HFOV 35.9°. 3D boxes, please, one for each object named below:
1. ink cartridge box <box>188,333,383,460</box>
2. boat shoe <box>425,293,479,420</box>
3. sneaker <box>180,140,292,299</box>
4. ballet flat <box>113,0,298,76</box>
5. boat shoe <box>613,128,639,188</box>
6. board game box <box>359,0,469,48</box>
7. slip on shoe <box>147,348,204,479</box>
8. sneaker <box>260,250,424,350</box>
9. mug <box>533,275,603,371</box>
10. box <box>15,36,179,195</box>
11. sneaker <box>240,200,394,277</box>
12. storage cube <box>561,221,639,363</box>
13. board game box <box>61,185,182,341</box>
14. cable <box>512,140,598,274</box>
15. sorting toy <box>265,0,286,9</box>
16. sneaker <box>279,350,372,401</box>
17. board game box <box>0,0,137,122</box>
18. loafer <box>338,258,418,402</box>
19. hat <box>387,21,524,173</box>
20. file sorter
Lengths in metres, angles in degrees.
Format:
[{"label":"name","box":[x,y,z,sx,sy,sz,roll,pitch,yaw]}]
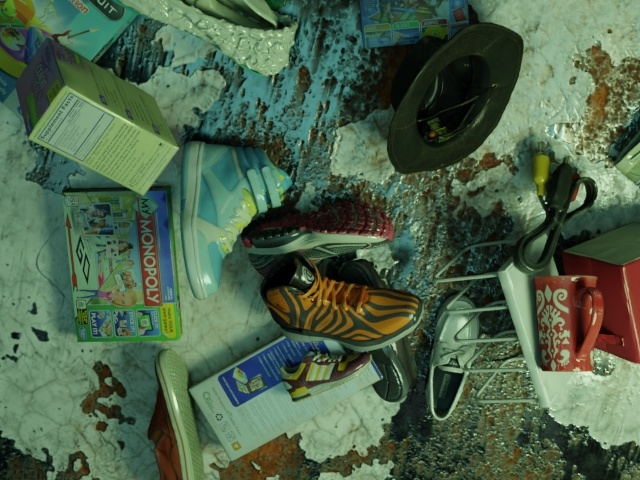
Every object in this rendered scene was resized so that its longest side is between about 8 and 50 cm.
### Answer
[{"label":"ink cartridge box","box":[-0.070,0.288,2.021,0.371,0.069,0.175,-30,91,13]},{"label":"boat shoe","box":[0.268,0.239,1.989,0.095,0.084,0.258,6,106,2]},{"label":"sneaker","box":[-0.155,-0.047,1.860,0.208,0.127,0.319,-2,70,-1]},{"label":"ballet flat","box":[-0.219,-0.443,1.778,0.409,0.147,0.147,26,106,-18]},{"label":"boat shoe","box":[0.661,-0.230,1.826,0.094,0.109,0.302,30,108,-3]},{"label":"board game box","box":[0.173,-0.434,1.835,0.201,0.035,0.136,-4,105,4]},{"label":"slip on shoe","box":[-0.314,0.383,2.053,0.101,0.123,0.331,-2,110,8]},{"label":"sneaker","box":[0.022,0.109,1.847,0.321,0.124,0.180,-7,136,29]},{"label":"mug","box":[0.437,0.148,1.753,0.113,0.150,0.169,0,85,8]},{"label":"box","box":[-0.407,-0.224,1.789,0.243,0.213,0.117,29,108,-37]},{"label":"sneaker","box":[0.000,0.000,1.929,0.299,0.121,0.112,-6,122,19]},{"label":"storage cube","box":[0.591,0.092,1.846,0.215,0.184,0.193,-19,105,-19]},{"label":"board game box","box":[-0.398,0.049,1.999,0.214,0.046,0.317,-1,105,5]},{"label":"cable","box":[0.429,-0.044,1.833,0.139,0.072,0.287,31,65,-17]},{"label":"sorting toy","box":[-0.099,-0.571,1.807,0.132,0.046,0.274,14,106,0]},{"label":"sneaker","box":[0.008,0.247,1.940,0.185,0.069,0.084,-26,92,9]},{"label":"board game box","box":[-0.525,-0.420,1.859,0.254,0.079,0.336,43,104,-8]},{"label":"loafer","box":[0.119,0.173,1.991,0.109,0.095,0.302,-10,102,39]},{"label":"hat","box":[0.216,-0.282,1.799,0.331,0.331,0.134,-47,57,14]},{"label":"file sorter","box":[0.357,0.152,1.889,0.173,0.193,0.277,-10,107,39]}]
